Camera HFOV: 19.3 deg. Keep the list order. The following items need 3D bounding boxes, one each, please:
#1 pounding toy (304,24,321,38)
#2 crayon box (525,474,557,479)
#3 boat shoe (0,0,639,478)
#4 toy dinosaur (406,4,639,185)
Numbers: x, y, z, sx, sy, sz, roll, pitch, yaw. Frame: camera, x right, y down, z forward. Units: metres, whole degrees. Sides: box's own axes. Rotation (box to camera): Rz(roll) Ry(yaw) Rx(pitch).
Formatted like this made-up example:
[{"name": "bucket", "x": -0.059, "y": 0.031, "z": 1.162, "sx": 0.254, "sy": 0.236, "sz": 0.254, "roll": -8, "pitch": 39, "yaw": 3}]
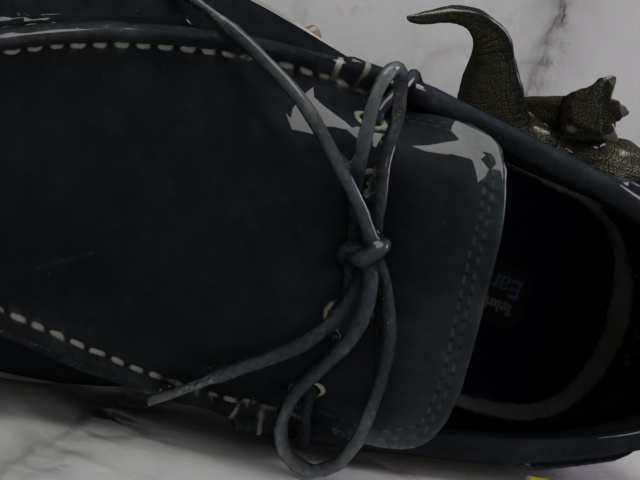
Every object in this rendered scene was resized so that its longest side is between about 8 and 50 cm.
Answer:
[{"name": "pounding toy", "x": 0.005, "y": -0.055, "z": 1.206, "sx": 0.269, "sy": 0.155, "sz": 0.154, "roll": 13, "pitch": 7, "yaw": -13}, {"name": "crayon box", "x": 0.224, "y": 0.163, "z": 0.556, "sx": 0.318, "sy": 0.081, "sz": 0.202, "roll": 15, "pitch": 9, "yaw": -21}, {"name": "boat shoe", "x": 0.000, "y": 0.000, "z": 0.806, "sx": 0.500, "sy": 0.186, "sz": 0.156, "roll": 17, "pitch": 2, "yaw": -40}, {"name": "toy dinosaur", "x": 0.152, "y": -0.031, "z": 1.062, "sx": 0.313, "sy": 0.121, "sz": 0.160, "roll": 17, "pitch": -12, "yaw": -30}]
